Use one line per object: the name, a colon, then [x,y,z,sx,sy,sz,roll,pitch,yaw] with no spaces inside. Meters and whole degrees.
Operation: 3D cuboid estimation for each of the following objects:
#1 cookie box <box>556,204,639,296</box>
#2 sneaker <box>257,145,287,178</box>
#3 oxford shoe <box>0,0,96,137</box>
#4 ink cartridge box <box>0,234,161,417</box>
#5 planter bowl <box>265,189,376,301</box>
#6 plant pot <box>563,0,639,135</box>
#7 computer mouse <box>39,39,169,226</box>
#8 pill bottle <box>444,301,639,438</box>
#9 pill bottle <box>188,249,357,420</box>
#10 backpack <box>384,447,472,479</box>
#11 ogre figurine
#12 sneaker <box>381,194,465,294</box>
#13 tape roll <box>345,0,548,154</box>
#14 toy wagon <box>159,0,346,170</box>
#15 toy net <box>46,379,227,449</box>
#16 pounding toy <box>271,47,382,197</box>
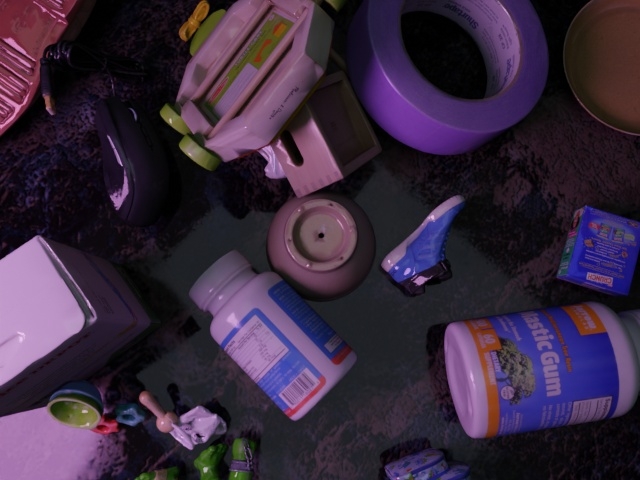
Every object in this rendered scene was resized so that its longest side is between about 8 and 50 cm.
cookie box: [0.400,0.016,0.897,0.091,0.040,0.107,18,81,3]
sneaker: [-0.072,-0.163,0.920,0.061,0.054,0.152,-16,82,0]
oxford shoe: [-0.429,-0.277,0.911,0.140,0.146,0.397,41,101,-10]
ink cartridge box: [-0.338,0.113,0.763,0.201,0.278,0.117,-36,83,-6]
planter bowl: [0.000,0.000,0.866,0.161,0.109,0.162,0,81,1]
plant pot: [0.479,-0.267,0.947,0.236,0.032,0.237,0,80,0]
computer mouse: [-0.283,-0.152,0.855,0.060,0.184,0.262,-15,80,31]
pill bottle: [0.311,0.162,0.818,0.271,0.152,0.153,-9,81,-1]
pill bottle: [-0.068,0.120,0.840,0.124,0.124,0.221,-44,83,-6]
backpack: [0.142,0.321,0.818,0.114,0.105,0.084,-14,82,-7]
ogre figurine: [-0.164,0.348,0.824,0.196,0.097,0.118,-16,63,-17]
sneaker: [0.167,0.012,0.888,0.152,0.058,0.084,-43,78,-2]
tape roll: [0.178,-0.264,0.879,0.274,0.090,0.275,4,76,-18]
toy wagon: [-0.108,-0.249,0.845,0.068,0.344,0.267,33,101,-38]
toy net: [-0.243,0.248,0.836,0.232,0.122,0.045,19,38,-14]
pounding toy: [0.003,-0.184,0.885,0.094,0.206,0.181,-21,101,37]
